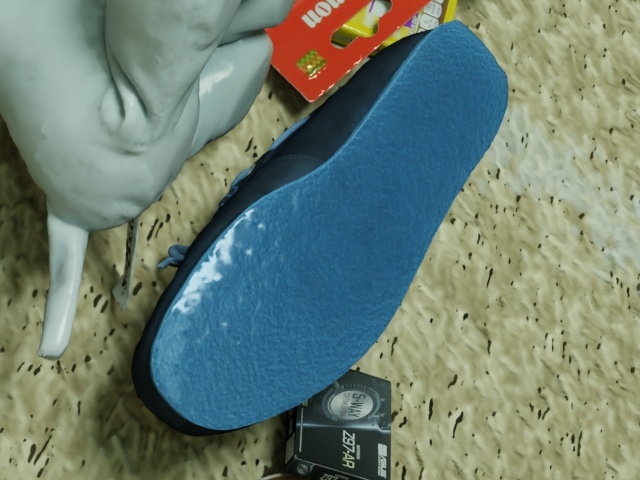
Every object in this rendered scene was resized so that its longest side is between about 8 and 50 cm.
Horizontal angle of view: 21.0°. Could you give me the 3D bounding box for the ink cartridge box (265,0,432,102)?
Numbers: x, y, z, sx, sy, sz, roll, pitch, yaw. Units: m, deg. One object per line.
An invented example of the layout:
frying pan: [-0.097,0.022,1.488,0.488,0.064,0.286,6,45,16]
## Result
ink cartridge box: [-0.017,-0.202,1.160,0.179,0.045,0.145,45,69,8]

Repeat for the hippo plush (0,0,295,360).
hippo plush: [-0.163,-0.136,1.041,0.237,0.294,0.234,28,20,7]

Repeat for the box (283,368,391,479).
box: [0.012,0.118,1.096,0.067,0.018,0.083,19,45,-16]

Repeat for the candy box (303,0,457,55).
candy box: [0.056,-0.225,1.227,0.105,0.027,0.205,18,69,-13]

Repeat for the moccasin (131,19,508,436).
moccasin: [0.000,0.000,1.094,0.342,0.117,0.137,-45,107,-32]

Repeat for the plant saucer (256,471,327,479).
plant saucer: [-0.013,0.228,1.065,0.168,0.029,0.168,7,72,-22]
